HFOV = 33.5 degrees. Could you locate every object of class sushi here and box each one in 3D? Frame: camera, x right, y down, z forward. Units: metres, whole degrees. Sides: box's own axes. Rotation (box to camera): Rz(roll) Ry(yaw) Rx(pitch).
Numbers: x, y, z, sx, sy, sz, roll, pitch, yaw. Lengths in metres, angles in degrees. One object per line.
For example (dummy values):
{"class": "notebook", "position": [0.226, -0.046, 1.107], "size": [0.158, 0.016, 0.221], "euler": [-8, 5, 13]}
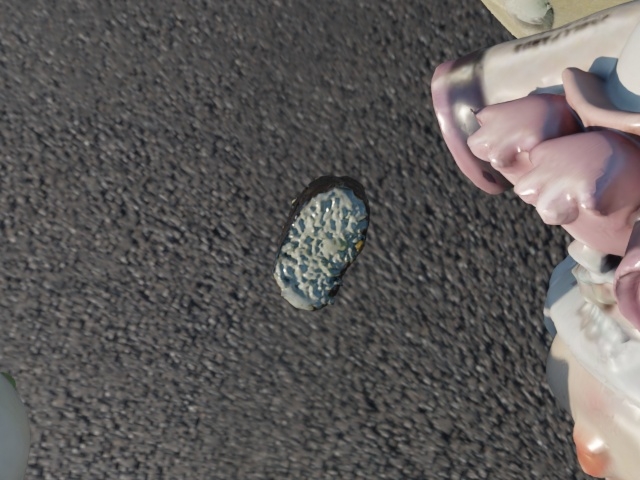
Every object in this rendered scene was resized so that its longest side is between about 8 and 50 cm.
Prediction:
{"class": "sushi", "position": [0.000, 0.000, 1.188], "size": [0.090, 0.078, 0.150], "euler": [22, 104, -3]}

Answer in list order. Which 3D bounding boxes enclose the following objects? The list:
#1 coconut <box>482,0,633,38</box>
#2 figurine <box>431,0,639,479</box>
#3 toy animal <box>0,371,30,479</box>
{"class": "coconut", "position": [0.244, -0.277, 0.955], "size": [0.239, 0.239, 0.244], "euler": [32, 59, 22]}
{"class": "figurine", "position": [0.215, 0.048, 0.513], "size": [0.211, 0.361, 0.253], "euler": [-24, 32, 10]}
{"class": "toy animal", "position": [-0.292, 0.140, 0.601], "size": [0.310, 0.183, 0.247], "euler": [-12, 29, 15]}
